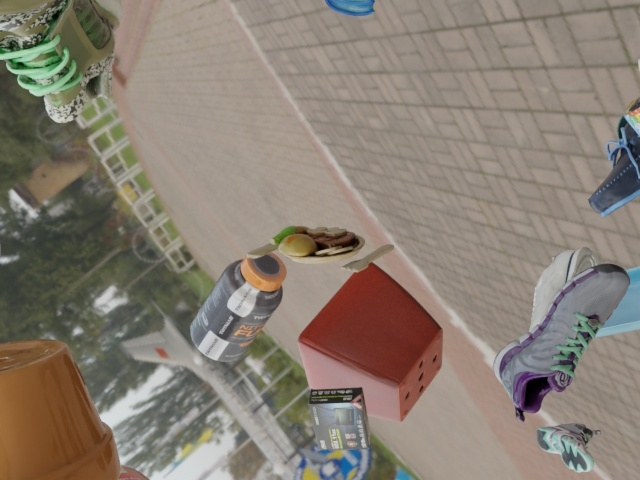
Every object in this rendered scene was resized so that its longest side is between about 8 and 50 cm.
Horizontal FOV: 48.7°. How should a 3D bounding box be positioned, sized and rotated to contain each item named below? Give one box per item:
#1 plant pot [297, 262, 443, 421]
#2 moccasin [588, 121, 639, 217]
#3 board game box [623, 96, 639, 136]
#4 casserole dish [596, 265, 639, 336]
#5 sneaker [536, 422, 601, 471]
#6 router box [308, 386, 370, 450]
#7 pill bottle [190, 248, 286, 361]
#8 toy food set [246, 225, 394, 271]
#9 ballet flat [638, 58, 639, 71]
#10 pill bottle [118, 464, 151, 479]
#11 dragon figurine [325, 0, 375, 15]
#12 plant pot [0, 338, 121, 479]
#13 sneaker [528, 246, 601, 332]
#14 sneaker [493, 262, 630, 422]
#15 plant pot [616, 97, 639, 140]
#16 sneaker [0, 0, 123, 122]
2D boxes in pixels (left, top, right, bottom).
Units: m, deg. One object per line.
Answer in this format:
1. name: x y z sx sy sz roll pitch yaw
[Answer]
1. plant pot: 0.136 0.255 1.624 0.236 0.267 0.267 27 149 27
2. moccasin: 0.599 -0.175 1.300 0.116 0.342 0.137 50 161 4
3. board game box: 0.501 -0.139 0.902 0.170 0.048 0.141 48 140 -7
4. casserole dish: 0.476 0.100 1.115 0.189 0.114 0.037 -21 123 36
5. sneaker: 0.321 0.248 0.872 0.098 0.069 0.038 -150 53 -69
6. router box: 0.034 0.312 1.232 0.038 0.092 0.122 -78 -19 -56
7. pill bottle: -0.159 0.126 1.421 0.130 0.130 0.245 47 128 15
8. toy food set: 0.000 0.000 1.011 0.192 0.132 0.038 7 110 34
9. ballet flat: 0.561 -0.308 1.166 0.077 0.077 0.231 56 172 48
10. pill bottle: -0.377 0.555 1.321 0.408 0.229 0.229 2 132 55
11. dragon figurine: 0.051 -0.357 0.933 0.289 0.085 0.144 25 146 11
12. plant pot: -0.447 0.264 1.000 0.291 0.291 0.203 -165 67 -71
13. sneaker: 0.428 0.118 1.287 0.090 0.235 0.095 42 156 -20
14. sneaker: 0.314 0.132 0.883 0.083 0.223 0.098 23 -149 -20
15. plant pot: 0.783 -0.177 1.461 0.290 0.290 0.195 35 160 53
16. sneaker: -0.331 -0.239 0.877 0.410 0.158 0.181 -71 -28 -76
